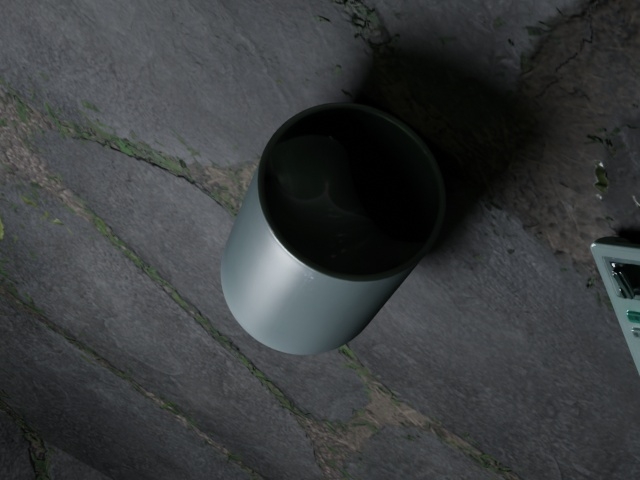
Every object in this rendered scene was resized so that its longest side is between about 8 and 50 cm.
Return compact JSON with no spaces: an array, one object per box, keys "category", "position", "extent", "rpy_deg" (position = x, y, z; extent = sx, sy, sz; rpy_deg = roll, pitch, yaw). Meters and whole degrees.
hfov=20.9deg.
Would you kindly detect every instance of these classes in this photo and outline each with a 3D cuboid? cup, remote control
[{"category":"cup","position":[0.000,0.000,1.948],"extent":[0.205,0.205,0.312],"rpy_deg":[36,155,2]},{"category":"remote control","position":[0.378,0.109,1.841],"extent":[0.103,0.051,0.293],"rpy_deg":[8,138,43]}]
